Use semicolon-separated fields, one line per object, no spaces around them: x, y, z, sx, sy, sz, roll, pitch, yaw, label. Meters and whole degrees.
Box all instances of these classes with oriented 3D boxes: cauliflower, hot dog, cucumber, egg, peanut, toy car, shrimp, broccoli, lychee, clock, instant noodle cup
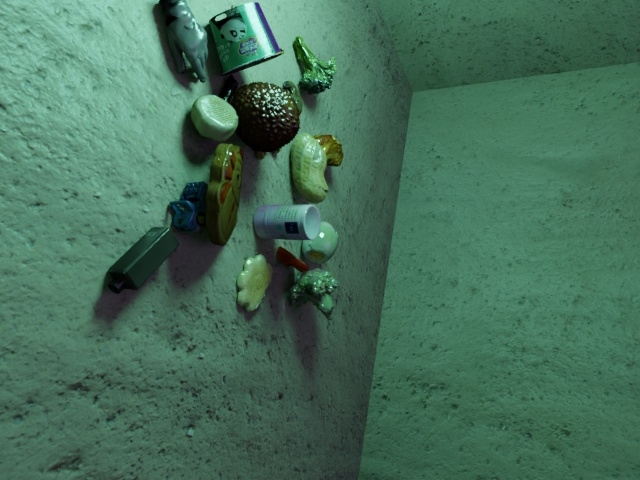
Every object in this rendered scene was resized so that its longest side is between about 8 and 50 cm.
-0.007;0.269;2.114;0.256;0.239;0.315;-22;76;-52;cauliflower
0.028;-0.485;2.285;0.256;0.150;0.153;0;102;-62;hot dog
-0.358;-0.550;1.632;0.053;0.053;0.181;51;50;-52;cucumber
0.000;0.000;2.213;0.183;0.183;0.217;63;32;-43;egg
-0.059;-0.351;2.101;0.174;0.158;0.340;-3;100;-24;peanut
-0.439;-0.121;1.445;0.100;0.097;0.191;43;53;-51;toy car
-0.159;-0.654;2.011;0.296;0.058;0.169;-50;127;-55;shrimp
-0.024;-0.857;2.094;0.177;0.198;0.275;-48;133;-51;broccoli
-0.211;-0.480;1.673;0.304;0.275;0.276;26;68;-50;lychee
-0.135;0.098;2.044;0.061;0.113;0.155;-54;146;-1;clock
-0.281;-0.741;1.580;0.251;0.251;0.190;-48;125;-51;instant noodle cup

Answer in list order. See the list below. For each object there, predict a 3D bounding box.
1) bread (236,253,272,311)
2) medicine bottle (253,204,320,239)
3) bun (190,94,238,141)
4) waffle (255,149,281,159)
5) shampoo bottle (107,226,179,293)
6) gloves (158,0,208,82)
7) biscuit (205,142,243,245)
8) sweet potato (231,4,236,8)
-0.282;0.171;1.828;0.182;0.039;0.251;62;40;-44;bread
-0.144;-0.078;1.844;0.152;0.254;0.152;-5;95;-62;medicine bottle
-0.379;-0.422;1.523;0.173;0.113;0.167;2;59;-45;bun
-0.231;-0.428;1.880;0.194;0.051;0.149;-55;136;-47;waffle
-0.535;0.060;1.288;0.246;0.080;0.079;-59;140;-43;shampoo bottle
-0.444;-0.661;1.416;0.142;0.119;0.285;-35;132;-20;gloves
-0.334;-0.176;1.537;0.359;0.074;0.381;104;-3;-67;biscuit
-0.300;-0.848;1.717;0.058;0.055;0.202;-40;141;-7;sweet potato
